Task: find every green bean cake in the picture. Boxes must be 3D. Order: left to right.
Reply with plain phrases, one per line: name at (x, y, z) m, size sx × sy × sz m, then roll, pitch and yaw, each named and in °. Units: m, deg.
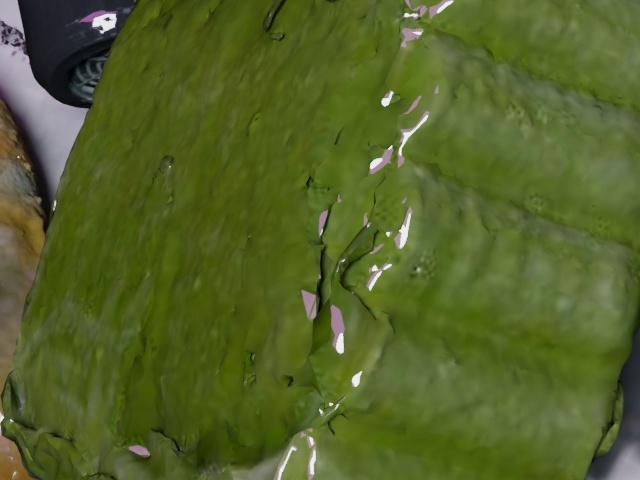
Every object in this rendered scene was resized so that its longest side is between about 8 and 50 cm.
green bean cake at (0.000, 0.000, 0.510) m, size 0.214 × 0.113 × 0.200 m, roll 1°, pitch 71°, yaw 57°

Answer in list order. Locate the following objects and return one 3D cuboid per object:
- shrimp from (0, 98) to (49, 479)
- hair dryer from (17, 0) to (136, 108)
shrimp at (-0.160, 0.057, 0.634) m, size 0.168 × 0.077 × 0.317 m, roll -33°, pitch 61°, yaw 24°
hair dryer at (-0.016, -0.139, 0.629) m, size 0.219 × 0.071 × 0.124 m, roll -19°, pitch 71°, yaw 9°
